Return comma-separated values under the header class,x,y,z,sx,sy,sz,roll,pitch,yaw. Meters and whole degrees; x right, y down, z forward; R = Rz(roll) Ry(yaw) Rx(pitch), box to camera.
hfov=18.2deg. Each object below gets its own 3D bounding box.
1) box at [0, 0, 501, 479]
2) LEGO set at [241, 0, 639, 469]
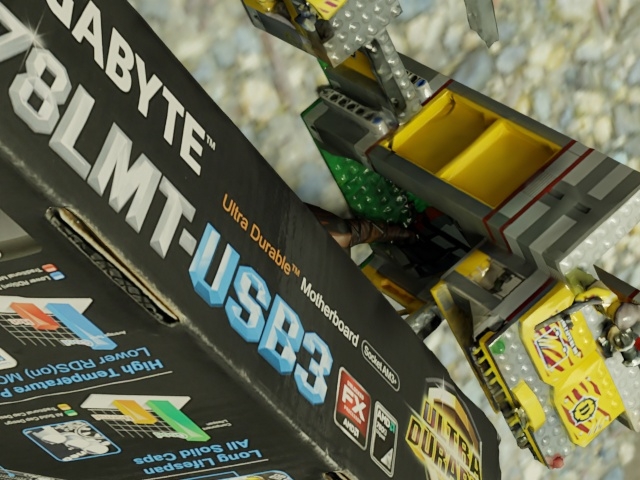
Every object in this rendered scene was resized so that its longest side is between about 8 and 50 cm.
class,x,y,z,sx,sy,sz,roll,pitch,yaw
box,-0.138,0.037,0.555,0.293,0.295,0.073,47,40,-48
LEGO set,0.000,0.000,0.705,0.255,0.192,0.331,-34,128,-20
